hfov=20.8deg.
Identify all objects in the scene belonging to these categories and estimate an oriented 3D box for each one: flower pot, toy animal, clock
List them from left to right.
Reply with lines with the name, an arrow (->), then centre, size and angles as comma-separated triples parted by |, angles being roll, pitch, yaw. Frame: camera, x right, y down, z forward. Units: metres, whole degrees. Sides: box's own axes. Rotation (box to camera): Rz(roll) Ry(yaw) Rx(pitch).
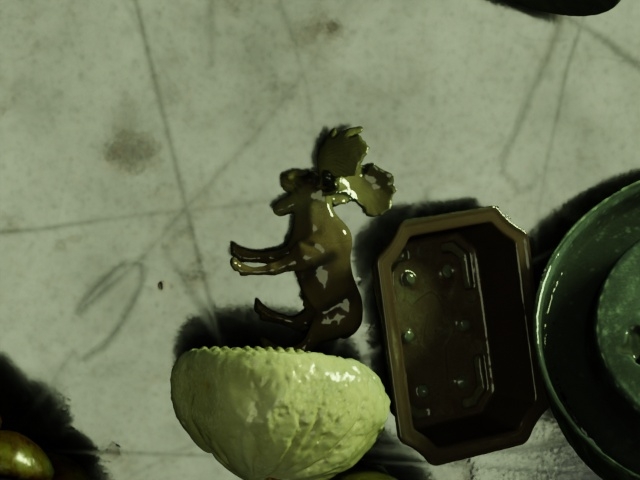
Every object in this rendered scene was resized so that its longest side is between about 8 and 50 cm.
toy animal -> 0.000, 0.000, 1.794 | 0.186, 0.094, 0.214 | -19, 103, 2
flower pot -> 0.130, 0.094, 1.792 | 0.178, 0.084, 0.251 | -10, 95, -23
clock -> 0.402, 0.100, 1.723 | 0.386, 0.076, 0.386 | -4, 56, 6

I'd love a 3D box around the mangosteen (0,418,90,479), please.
mangosteen -> -0.348, 0.320, 1.694 | 0.306, 0.307, 0.347 | 7, 73, -5

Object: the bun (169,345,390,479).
bun -> -0.043, 0.179, 1.736 | 0.220, 0.220, 0.134 | 8, 77, -5

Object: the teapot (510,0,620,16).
teapot -> 0.196, -0.378, 1.737 | 0.239, 0.321, 0.239 | 39, 72, -45

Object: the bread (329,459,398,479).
bread -> 0.082, 0.384, 1.702 | 0.210, 0.341, 0.300 | -43, 101, -7
